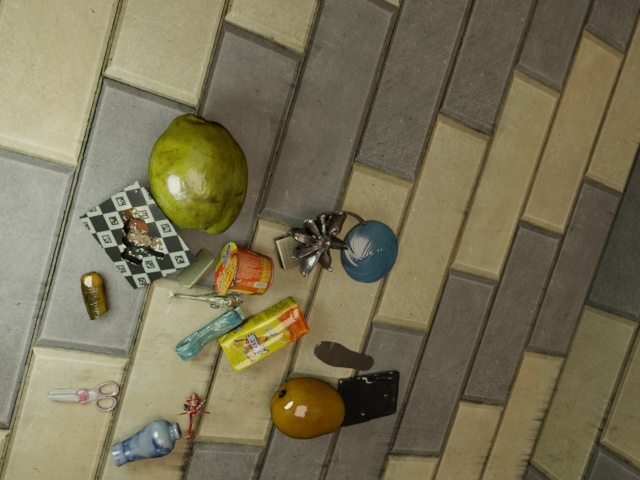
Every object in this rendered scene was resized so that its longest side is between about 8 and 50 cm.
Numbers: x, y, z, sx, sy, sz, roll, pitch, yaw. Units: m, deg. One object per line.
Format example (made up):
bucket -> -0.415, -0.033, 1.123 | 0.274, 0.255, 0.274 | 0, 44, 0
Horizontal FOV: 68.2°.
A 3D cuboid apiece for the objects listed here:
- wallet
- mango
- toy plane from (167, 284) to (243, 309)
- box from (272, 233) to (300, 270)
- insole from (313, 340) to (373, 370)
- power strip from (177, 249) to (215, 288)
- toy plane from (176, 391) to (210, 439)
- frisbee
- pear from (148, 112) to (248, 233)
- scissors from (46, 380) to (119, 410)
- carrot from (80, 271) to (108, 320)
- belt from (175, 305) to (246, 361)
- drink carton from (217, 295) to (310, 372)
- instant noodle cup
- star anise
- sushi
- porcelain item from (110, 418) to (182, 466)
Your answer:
wallet -> 0.233, 0.759, 2.270 | 0.323, 0.041, 0.246 | -2, 100, -19
mango -> -0.042, 0.735, 2.061 | 0.378, 0.221, 0.263 | 27, 85, -34
toy plane -> -0.447, 0.228, 1.861 | 0.287, 0.108, 0.091 | 8, 99, -11
box -> -0.085, 0.028, 1.983 | 0.201, 0.058, 0.140 | -20, 107, -16
insole -> 0.110, 0.542, 2.193 | 0.328, 0.007, 0.111 | 22, 94, -24
power strip -> -0.486, 0.117, 1.836 | 0.076, 0.028, 0.169 | 38, 81, 19
toy plane -> -0.518, 0.717, 1.943 | 0.126, 0.077, 0.194 | -15, 113, -15
frisbee -> 0.230, 0.055, 2.120 | 0.290, 0.049, 0.289 | -4, 102, -21
pear -> -0.427, -0.224, 1.647 | 0.353, 0.352, 0.412 | -3, 88, -21
scissors -> -0.894, 0.584, 1.784 | 0.242, 0.031, 0.118 | 11, 95, -26
carrot -> -0.816, 0.200, 1.713 | 0.082, 0.082, 0.173 | -15, 106, -19
belt -> -0.436, 0.370, 1.894 | 0.302, 0.087, 0.072 | -35, 108, -12
drink carton -> -0.236, 0.386, 1.968 | 0.352, 0.111, 0.154 | -27, 108, -14
instant noodle cup -> -0.293, 0.125, 1.849 | 0.174, 0.213, 0.213 | 15, 95, -31
star anise -> 0.000, 0.000, 1.924 | 0.360, 0.139, 0.315 | 21, 100, -40
sushi -> -0.640, -0.018, 1.697 | 0.320, 0.068, 0.339 | -25, 108, 23
porcelain item -> -0.681, 0.796, 1.863 | 0.259, 0.141, 0.141 | -18, 107, -8
